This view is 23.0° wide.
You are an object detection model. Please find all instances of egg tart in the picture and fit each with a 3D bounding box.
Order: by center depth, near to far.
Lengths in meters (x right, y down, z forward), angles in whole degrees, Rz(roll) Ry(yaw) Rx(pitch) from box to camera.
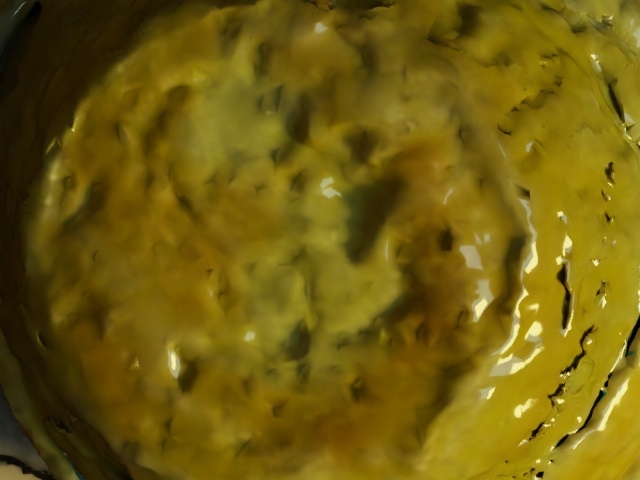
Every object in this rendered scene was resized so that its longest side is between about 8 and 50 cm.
[{"bbox_3d":[0.000,0.000,0.705,0.169,0.388,0.388,-36,141,-76],"label":"egg tart"}]
